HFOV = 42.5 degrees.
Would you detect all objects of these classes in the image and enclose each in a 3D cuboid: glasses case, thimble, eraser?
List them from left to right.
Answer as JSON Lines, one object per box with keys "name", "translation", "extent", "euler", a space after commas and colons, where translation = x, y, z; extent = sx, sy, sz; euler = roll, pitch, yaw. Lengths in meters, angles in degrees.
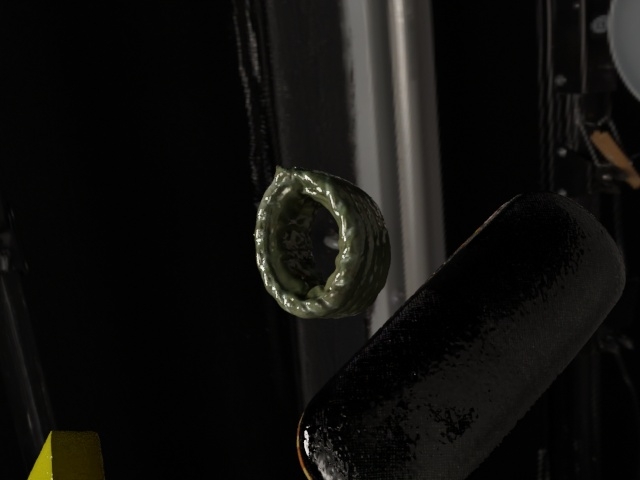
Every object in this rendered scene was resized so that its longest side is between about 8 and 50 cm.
{"name": "eraser", "translation": [-0.228, 0.240, 0.714], "extent": [0.045, 0.097, 0.122], "euler": [11, -53, -32]}
{"name": "thimble", "translation": [0.000, 0.000, 0.576], "extent": [0.062, 0.084, 0.110], "euler": [13, -123, -60]}
{"name": "glasses case", "translation": [0.116, 0.084, 0.639], "extent": [0.122, 0.082, 0.321], "euler": [46, -113, 5]}
